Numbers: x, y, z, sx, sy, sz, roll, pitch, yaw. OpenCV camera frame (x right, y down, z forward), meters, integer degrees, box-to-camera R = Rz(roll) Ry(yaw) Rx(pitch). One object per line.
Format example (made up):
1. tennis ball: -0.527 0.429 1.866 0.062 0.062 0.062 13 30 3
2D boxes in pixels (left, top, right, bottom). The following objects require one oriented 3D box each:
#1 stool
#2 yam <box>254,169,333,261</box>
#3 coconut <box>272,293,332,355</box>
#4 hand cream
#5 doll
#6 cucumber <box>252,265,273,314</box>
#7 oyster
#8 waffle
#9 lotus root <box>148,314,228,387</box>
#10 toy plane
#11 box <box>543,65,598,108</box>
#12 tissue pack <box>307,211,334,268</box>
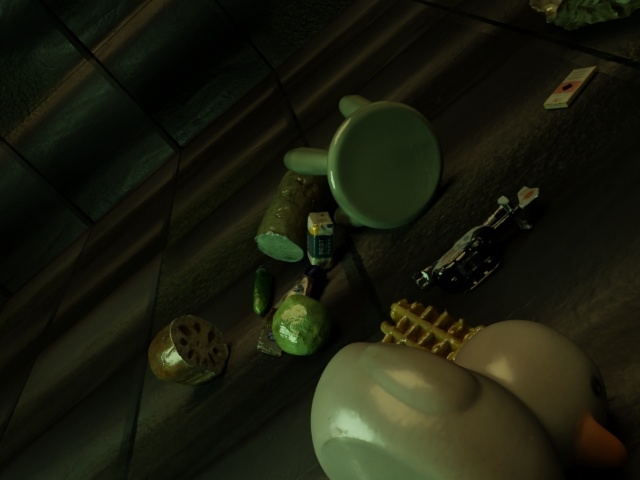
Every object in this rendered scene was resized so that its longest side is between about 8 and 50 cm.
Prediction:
1. stool: 0.075 -0.124 1.125 0.195 0.195 0.198 -46 18 -9
2. yam: -0.050 -0.043 1.277 0.107 0.107 0.194 -23 31 37
3. coconut: -0.029 0.122 0.991 0.088 0.088 0.096 -51 30 -20
4. hand cream: -0.044 0.110 1.094 0.062 0.039 0.163 10 56 42
5. doll: 0.124 0.148 0.578 0.251 0.221 0.221 14 56 32
6. cucumber: -0.106 0.081 1.239 0.037 0.037 0.155 -35 25 16
7. oyster: 0.455 -0.422 1.127 0.166 0.110 0.341 -62 22 -4
8. waffle: 0.136 0.120 0.780 0.192 0.046 0.160 -20 32 40
9. lotus root: -0.222 0.185 1.141 0.081 0.122 0.112 -36 48 30
10. toy plane: 0.205 0.001 0.873 0.197 0.053 0.078 -44 14 6
11. box: 0.383 -0.234 1.043 0.083 0.012 0.046 -48 24 -14
12. tissue pack: 0.000 0.000 1.152 0.042 0.083 0.062 -4 23 -10
